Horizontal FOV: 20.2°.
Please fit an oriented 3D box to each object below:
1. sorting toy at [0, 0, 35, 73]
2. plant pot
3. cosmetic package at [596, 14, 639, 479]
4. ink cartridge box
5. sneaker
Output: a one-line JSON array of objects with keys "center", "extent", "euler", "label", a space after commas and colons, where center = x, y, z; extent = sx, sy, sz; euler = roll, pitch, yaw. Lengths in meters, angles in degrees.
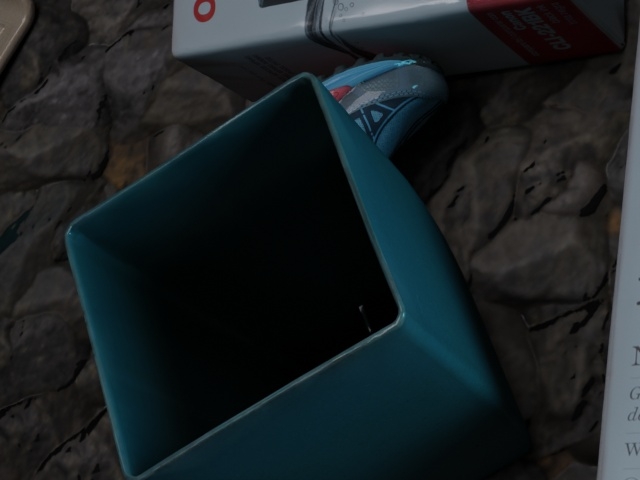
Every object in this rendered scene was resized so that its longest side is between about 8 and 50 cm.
[{"center": [-0.341, -0.128, 1.438], "extent": [0.193, 0.038, 0.208], "euler": [19, 78, 38], "label": "sorting toy"}, {"center": [0.010, 0.062, 0.982], "extent": [0.165, 0.234, 0.166], "euler": [-32, 52, 16], "label": "plant pot"}, {"center": [0.275, -0.020, 0.900], "extent": [0.217, 0.156, 0.385], "euler": [-9, 63, 32], "label": "cosmetic package"}, {"center": [0.046, -0.210, 1.146], "extent": [0.272, 0.114, 0.197], "euler": [-6, 75, 28], "label": "ink cartridge box"}, {"center": [0.000, 0.000, 1.127], "extent": [0.262, 0.104, 0.125], "euler": [-46, 65, 12], "label": "sneaker"}]
